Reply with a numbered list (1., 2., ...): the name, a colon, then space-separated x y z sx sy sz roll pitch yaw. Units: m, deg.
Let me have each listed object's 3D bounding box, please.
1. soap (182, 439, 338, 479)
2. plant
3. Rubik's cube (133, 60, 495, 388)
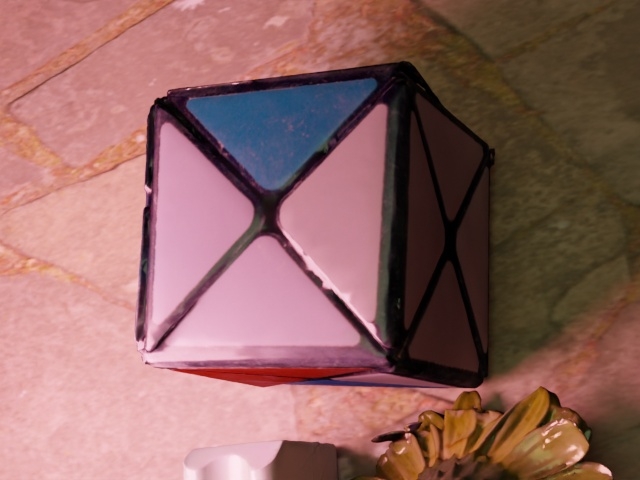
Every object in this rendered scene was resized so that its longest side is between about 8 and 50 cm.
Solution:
1. soap: -0.054 0.397 1.352 0.115 0.208 0.347 -8 76 22
2. plant: 0.127 0.280 1.314 0.261 0.297 0.306 48 119 54
3. Rubik's cube: 0.000 0.000 1.351 0.305 0.307 0.310 -2 77 25
